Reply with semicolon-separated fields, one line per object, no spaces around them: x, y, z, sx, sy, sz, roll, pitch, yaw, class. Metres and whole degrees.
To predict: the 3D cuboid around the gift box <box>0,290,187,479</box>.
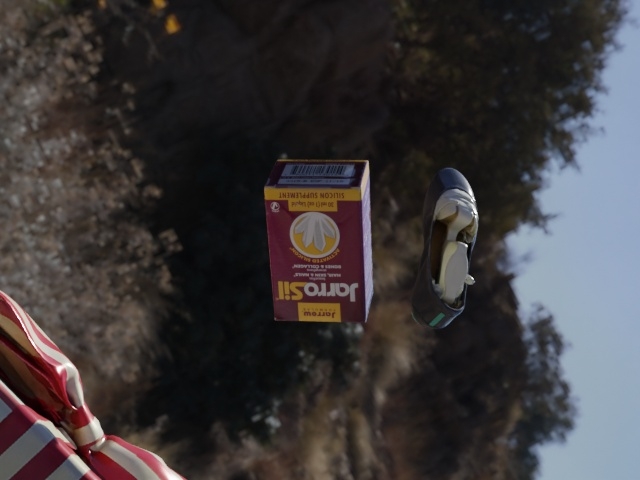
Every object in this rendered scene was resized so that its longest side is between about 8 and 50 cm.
-0.219;0.173;0.672;0.255;0.258;0.276;47;-13;-5;gift box

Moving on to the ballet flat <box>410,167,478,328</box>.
0.150;0.002;1.364;0.074;0.074;0.203;74;26;-64;ballet flat

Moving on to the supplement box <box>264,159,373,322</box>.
0.000;0.000;0.672;0.043;0.055;0.083;-73;161;-63;supplement box
